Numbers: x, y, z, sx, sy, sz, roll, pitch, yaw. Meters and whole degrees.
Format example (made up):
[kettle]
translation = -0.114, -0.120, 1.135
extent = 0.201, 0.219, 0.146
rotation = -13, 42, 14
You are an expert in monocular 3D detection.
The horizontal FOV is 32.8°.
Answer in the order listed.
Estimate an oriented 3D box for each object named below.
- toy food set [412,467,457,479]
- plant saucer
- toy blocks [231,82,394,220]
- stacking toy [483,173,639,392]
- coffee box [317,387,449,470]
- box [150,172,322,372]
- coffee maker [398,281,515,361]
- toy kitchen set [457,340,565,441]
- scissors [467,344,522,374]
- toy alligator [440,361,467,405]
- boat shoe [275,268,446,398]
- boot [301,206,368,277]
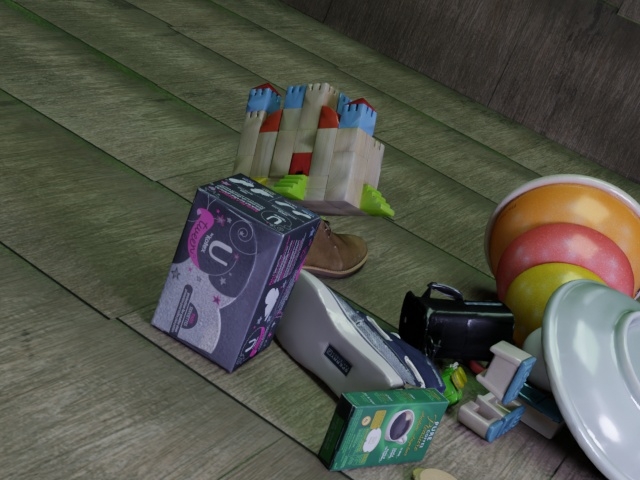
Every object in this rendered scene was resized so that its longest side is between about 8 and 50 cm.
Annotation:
[toy food set]
translation = 0.170, 0.357, 1.557
extent = 0.083, 0.020, 0.082
rotation = 22, 22, -3
[plant saucer]
translation = 0.539, 0.233, 1.830
extent = 0.401, 0.101, 0.400
rotation = 26, 48, -32
[toy blocks]
translation = -0.020, -0.185, 2.118
extent = 0.382, 0.260, 0.191
rotation = 2, -16, 36
[stacking toy]
translation = 0.454, 0.125, 2.076
extent = 0.351, 0.350, 0.480
rotation = 24, 38, 3
[coffee box]
translation = 0.091, 0.270, 1.564
extent = 0.184, 0.113, 0.040
rotation = 2, 27, -38
[box]
translation = -0.134, 0.046, 1.676
extent = 0.163, 0.247, 0.142
rotation = 29, 22, 15
[coffee maker]
translation = 0.247, 0.167, 1.927
extent = 0.178, 0.120, 0.171
rotation = 5, 40, -17
[toy kitchen set]
translation = 0.340, 0.244, 1.782
extent = 0.122, 0.166, 0.207
rotation = 33, 25, 25
[scissors]
translation = 0.353, 0.209, 2.070
extent = 0.109, 0.021, 0.297
rotation = 26, 22, 12
[toy alligator]
translation = 0.221, 0.245, 1.832
extent = 0.051, 0.056, 0.190
rotation = 65, 14, 2
[boat shoe]
translation = 0.055, 0.171, 1.769
extent = 0.158, 0.127, 0.340
rotation = 7, 34, -47
[boot]
translation = 0.000, 0.000, 2.093
extent = 0.112, 0.115, 0.305
rotation = 34, 22, 34
